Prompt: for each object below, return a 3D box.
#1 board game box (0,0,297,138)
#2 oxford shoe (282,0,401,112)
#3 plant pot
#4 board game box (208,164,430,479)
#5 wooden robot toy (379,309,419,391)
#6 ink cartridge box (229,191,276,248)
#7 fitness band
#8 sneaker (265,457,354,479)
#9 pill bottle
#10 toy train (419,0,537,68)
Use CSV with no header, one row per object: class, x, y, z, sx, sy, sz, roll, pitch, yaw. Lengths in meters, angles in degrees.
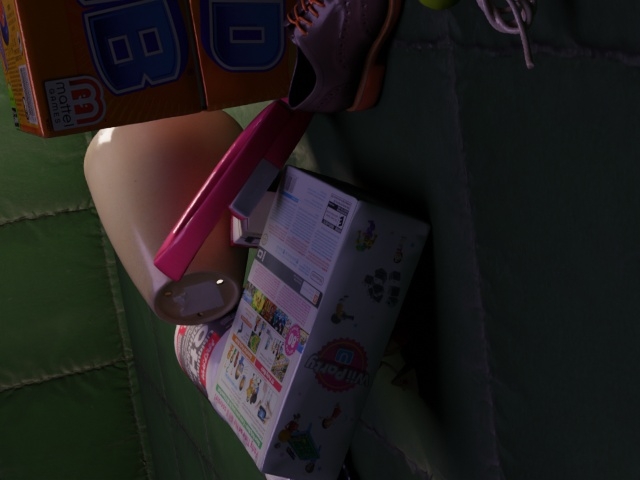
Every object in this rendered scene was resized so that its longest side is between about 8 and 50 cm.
board game box,-0.213,-0.333,1.375,0.356,0.356,0.356,-160,59,-69
oxford shoe,0.017,-0.235,1.158,0.271,0.098,0.097,95,155,-44
plant pot,-0.202,-0.021,1.666,0.256,0.256,0.274,99,159,-49
board game box,-0.012,0.087,1.271,0.303,0.097,0.224,-70,23,6
wooden robot toy,0.053,0.105,1.314,0.076,0.079,0.173,118,136,-64
ink cartridge box,-0.063,-0.024,1.525,0.135,0.099,0.056,146,128,-74
fitness band,-0.109,-0.073,1.411,0.054,0.291,0.209,39,153,-11
sneaker,-0.015,0.327,1.650,0.235,0.094,0.153,-122,28,-46
pill bottle,-0.097,0.180,1.662,0.318,0.176,0.176,-154,54,-68
toy train,0.107,-0.225,0.909,0.143,0.105,0.248,109,145,-76
